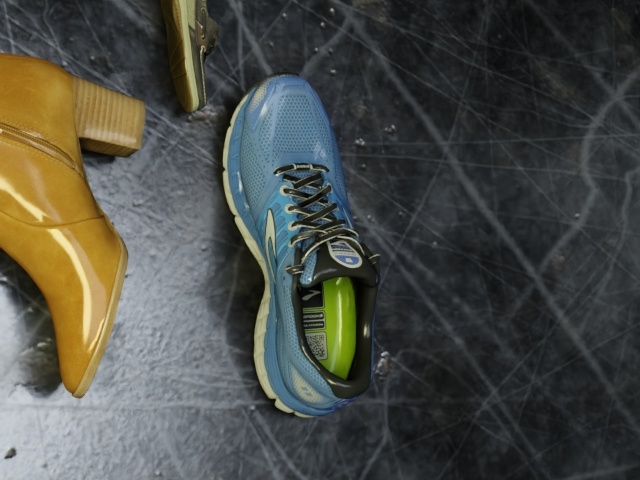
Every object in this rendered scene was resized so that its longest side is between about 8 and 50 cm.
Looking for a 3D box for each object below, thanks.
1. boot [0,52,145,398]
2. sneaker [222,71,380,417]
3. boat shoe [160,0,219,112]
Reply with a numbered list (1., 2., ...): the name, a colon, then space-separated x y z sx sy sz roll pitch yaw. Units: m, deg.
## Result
1. boot: -0.276 -0.020 1.224 0.211 0.104 0.295 11 74 -20
2. sneaker: 0.000 0.000 1.323 0.129 0.147 0.330 -9 88 -27
3. boat shoe: -0.120 -0.199 1.338 0.049 0.056 0.152 -7 87 -22
